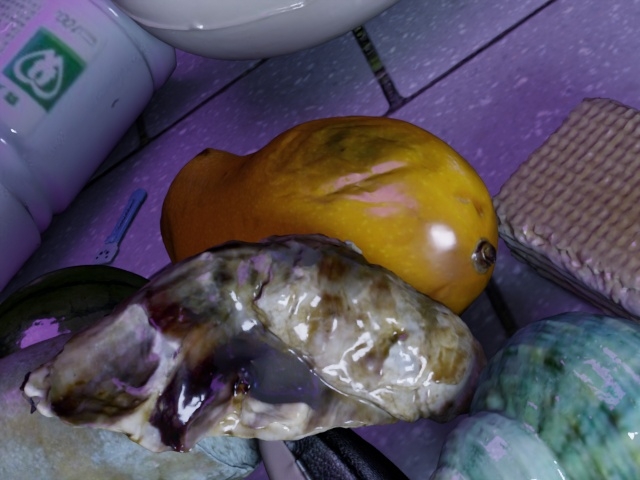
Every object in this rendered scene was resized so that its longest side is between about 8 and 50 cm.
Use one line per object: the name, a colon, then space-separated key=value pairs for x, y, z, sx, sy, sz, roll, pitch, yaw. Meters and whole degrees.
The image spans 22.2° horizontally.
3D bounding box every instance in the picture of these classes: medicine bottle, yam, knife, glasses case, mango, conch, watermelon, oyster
medicine bottle: x=-0.317 y=-0.124 z=1.657 sx=0.212 sy=0.212 sz=0.325 roll=10 pitch=59 yaw=49
yam: x=-0.210 y=0.137 z=1.125 sx=0.330 sy=0.133 sz=0.133 roll=-16 pitch=40 yaw=17
knife: x=-0.195 y=-0.015 z=1.591 sx=0.027 sy=0.010 sz=0.096 roll=-6 pitch=47 yaw=40
glasses case: x=0.050 y=0.202 z=1.005 sx=0.075 sy=0.122 sz=0.314 roll=-47 pitch=34 yaw=3
mango: x=-0.001 y=0.004 z=1.239 sx=0.144 sy=0.187 sz=0.359 roll=-10 pitch=1 yaw=-37
conch: x=0.160 y=0.126 z=0.988 sx=0.188 sy=0.122 sz=0.176 roll=-33 pitch=58 yaw=18
watermelon: x=-0.194 y=0.118 z=1.272 sx=0.214 sy=0.188 sz=0.188 roll=-20 pitch=34 yaw=-4
oyster: x=-0.037 y=0.070 z=1.023 sx=0.166 sy=0.294 sz=0.094 roll=57 pitch=142 yaw=25

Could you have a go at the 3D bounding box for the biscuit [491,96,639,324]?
biscuit: x=0.269 y=0.022 z=1.034 sx=0.144 sy=0.078 sz=0.426 roll=-47 pitch=33 yaw=-7

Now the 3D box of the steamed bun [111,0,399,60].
steamed bun: x=-0.046 y=-0.336 z=1.539 sx=0.373 sy=0.334 sz=0.334 roll=-22 pitch=35 yaw=-2
